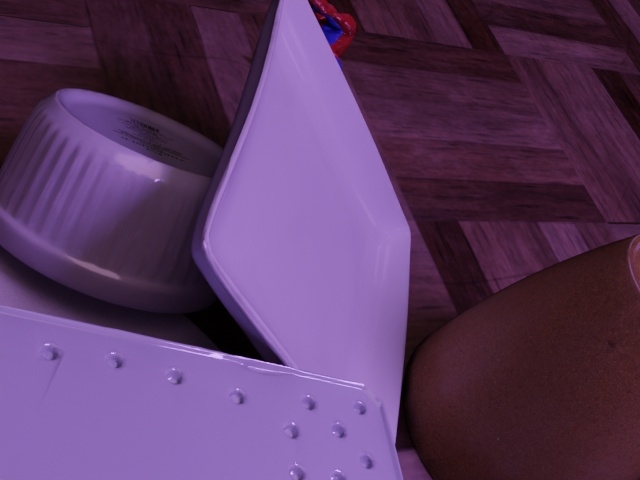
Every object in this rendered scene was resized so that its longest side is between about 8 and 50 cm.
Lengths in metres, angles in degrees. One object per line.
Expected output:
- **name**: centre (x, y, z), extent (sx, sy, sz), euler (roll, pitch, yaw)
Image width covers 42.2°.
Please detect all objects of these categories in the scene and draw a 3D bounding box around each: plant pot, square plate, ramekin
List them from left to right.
- **ramekin**: centre (-0.156, -0.040, 0.676), extent (0.207, 0.109, 0.207), euler (24, 15, -7)
- **square plate**: centre (0.000, 0.000, 0.718), extent (0.347, 0.049, 0.344), euler (-80, 150, -44)
- **plant pot**: centre (0.241, 0.114, 0.748), extent (0.237, 0.254, 0.237), euler (18, 47, -20)

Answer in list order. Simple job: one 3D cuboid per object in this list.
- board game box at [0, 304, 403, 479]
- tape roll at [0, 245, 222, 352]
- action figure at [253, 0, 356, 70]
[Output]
- **board game box**: centre (-0.107, 0.207, 0.383), extent (0.390, 0.050, 0.390), euler (16, 39, -26)
- **tape roll**: centre (-0.213, 0.177, 0.547), extent (0.392, 0.072, 0.392), euler (16, 48, -19)
- **action figure**: centre (-0.025, -0.210, 0.972), extent (0.139, 0.091, 0.280), euler (27, 44, -22)
